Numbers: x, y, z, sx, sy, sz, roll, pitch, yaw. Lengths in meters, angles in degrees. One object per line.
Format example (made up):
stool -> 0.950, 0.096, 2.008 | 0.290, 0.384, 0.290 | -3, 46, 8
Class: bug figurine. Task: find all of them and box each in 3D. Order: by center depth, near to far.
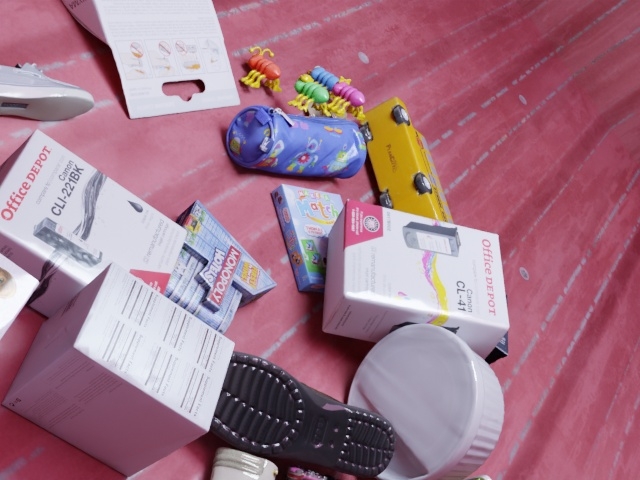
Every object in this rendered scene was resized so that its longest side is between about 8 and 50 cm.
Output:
bug figurine -> -0.019, -0.327, 1.902 | 0.216, 0.072, 0.279 | 37, 24, 34

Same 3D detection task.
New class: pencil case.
pencil case -> -0.038, -0.193, 1.777 | 0.306, 0.133, 0.119 | 2, 47, -48

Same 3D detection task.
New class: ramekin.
ramekin -> 0.183, 0.285, 1.531 | 0.127, 0.273, 0.272 | 26, 45, -42

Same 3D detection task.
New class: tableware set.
tableware set -> 0.035, -0.246, 1.991 | 0.169, 0.020, 0.141 | -11, 71, -52

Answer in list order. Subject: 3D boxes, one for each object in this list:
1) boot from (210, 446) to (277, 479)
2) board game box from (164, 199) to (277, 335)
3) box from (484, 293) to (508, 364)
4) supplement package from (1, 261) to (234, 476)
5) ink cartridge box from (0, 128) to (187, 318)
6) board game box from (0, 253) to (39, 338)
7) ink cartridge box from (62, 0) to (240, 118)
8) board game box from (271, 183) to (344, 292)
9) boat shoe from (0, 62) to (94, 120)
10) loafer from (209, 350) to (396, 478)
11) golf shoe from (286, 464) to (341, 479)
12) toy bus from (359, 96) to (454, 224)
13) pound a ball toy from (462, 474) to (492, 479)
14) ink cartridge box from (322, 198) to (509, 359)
boot -> -0.082, 0.406, 1.303 | 0.213, 0.077, 0.165 | 36, 39, -17
board game box -> -0.171, 0.063, 1.489 | 0.194, 0.060, 0.194 | 38, 40, -19
box -> 0.286, 0.178, 1.815 | 0.093, 0.156, 0.158 | 35, 41, -22
supplement package -> -0.260, 0.173, 1.192 | 0.203, 0.194, 0.149 | 38, 40, -22
ink cartridge box -> -0.351, 0.003, 1.296 | 0.273, 0.114, 0.197 | 35, 41, -22
board game box -> -0.439, 0.196, 0.880 | 0.066, 0.318, 0.318 | 40, 38, -18
ink cartridge box -> -0.327, -0.416, 1.711 | 0.308, 0.091, 0.384 | -20, 94, -53
board game box -> 0.000, 0.000, 1.742 | 0.160, 0.039, 0.211 | 8, 56, -44
boat shoe -> -0.456, -0.239, 1.401 | 0.228, 0.079, 0.081 | -2, 68, -45
loafer -> -0.062, 0.276, 1.410 | 0.366, 0.130, 0.133 | 29, 75, -21
golf shoe -> 0.006, 0.408, 1.419 | 0.186, 0.067, 0.085 | 27, 76, -38
toy bus -> 0.189, -0.143, 1.987 | 0.130, 0.108, 0.332 | 25, 43, -52
pound a ball toy -> 0.231, 0.544, 1.516 | 0.208, 0.136, 0.319 | -26, 81, -27
ink cartridge box -> 0.168, 0.074, 1.646 | 0.306, 0.131, 0.226 | 11, 51, -11
